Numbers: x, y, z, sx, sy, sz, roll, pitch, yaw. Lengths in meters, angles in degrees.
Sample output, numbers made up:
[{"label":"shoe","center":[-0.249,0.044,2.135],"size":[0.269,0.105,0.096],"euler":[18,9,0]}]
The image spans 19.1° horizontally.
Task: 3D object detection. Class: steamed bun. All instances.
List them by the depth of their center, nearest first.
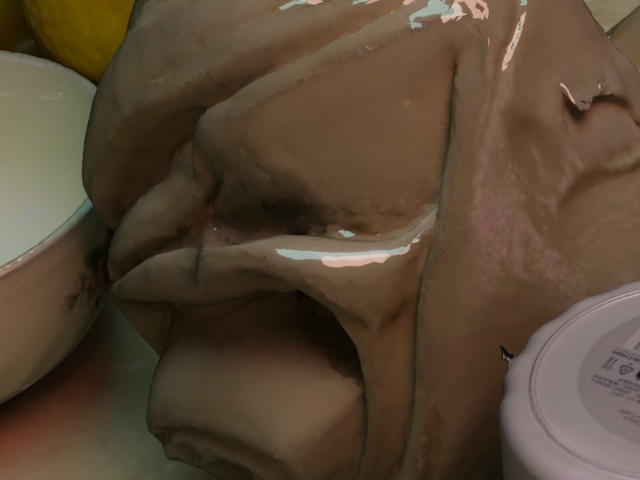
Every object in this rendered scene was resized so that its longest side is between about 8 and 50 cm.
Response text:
[{"label":"steamed bun","center":[0.008,0.001,0.909],"size":[0.309,0.324,0.219],"euler":[13,40,41]}]

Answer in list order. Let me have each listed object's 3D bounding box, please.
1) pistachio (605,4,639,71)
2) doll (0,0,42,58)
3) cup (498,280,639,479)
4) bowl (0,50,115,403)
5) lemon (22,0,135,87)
[{"label":"pistachio","center":[0.240,-0.057,1.095],"size":[0.288,0.197,0.166],"euler":[-27,-6,-7]},{"label":"doll","center":[-0.225,-0.215,1.405],"size":[0.166,0.162,0.269],"euler":[39,44,9]},{"label":"cup","center":[0.140,0.147,0.774],"size":[0.167,0.202,0.221],"euler":[20,45,38]},{"label":"bowl","center":[-0.238,0.015,1.092],"size":[0.277,0.145,0.277],"euler":[-7,36,5]},{"label":"lemon","center":[-0.026,-0.197,1.193],"size":[0.348,0.348,0.348],"euler":[-6,35,4]}]
